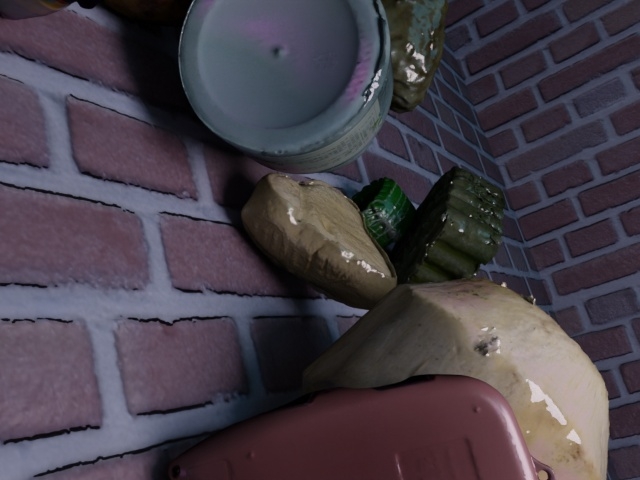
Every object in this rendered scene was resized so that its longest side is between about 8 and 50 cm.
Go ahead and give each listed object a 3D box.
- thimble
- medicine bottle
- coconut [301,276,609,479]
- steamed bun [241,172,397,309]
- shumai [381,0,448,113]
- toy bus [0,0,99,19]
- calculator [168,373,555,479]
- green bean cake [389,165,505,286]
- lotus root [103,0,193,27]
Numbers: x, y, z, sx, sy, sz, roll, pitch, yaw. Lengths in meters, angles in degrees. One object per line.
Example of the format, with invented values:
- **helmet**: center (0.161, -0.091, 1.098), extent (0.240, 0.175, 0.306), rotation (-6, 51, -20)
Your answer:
- **thimble**: center (0.100, -0.043, 1.078), extent (0.090, 0.118, 0.130), rotation (53, 12, -16)
- **medicine bottle**: center (-0.021, -0.207, 0.819), extent (0.290, 0.245, 0.244), rotation (11, 57, -80)
- **coconut**: center (0.130, 0.226, 0.694), extent (0.353, 0.353, 0.352), rotation (41, 36, -39)
- **steamed bun**: center (-0.019, -0.006, 0.851), extent (0.212, 0.110, 0.231), rotation (30, 20, -27)
- **shumai**: center (0.050, -0.390, 1.147), extent (0.289, 0.292, 0.329), rotation (3, 60, -27)
- **toy bus**: center (-0.342, -0.332, 0.469), extent (0.386, 0.162, 0.171), rotation (31, 60, -46)
- **calculator**: center (0.033, 0.231, 0.520), extent (0.048, 0.330, 0.220), rotation (65, 10, -68)
- **green bean cake**: center (0.205, 0.020, 1.070), extent (0.132, 0.241, 0.255), rotation (31, 34, 1)
- **lotus root**: center (-0.175, -0.341, 0.770), extent (0.314, 0.169, 0.141), rotation (-18, 91, -59)
